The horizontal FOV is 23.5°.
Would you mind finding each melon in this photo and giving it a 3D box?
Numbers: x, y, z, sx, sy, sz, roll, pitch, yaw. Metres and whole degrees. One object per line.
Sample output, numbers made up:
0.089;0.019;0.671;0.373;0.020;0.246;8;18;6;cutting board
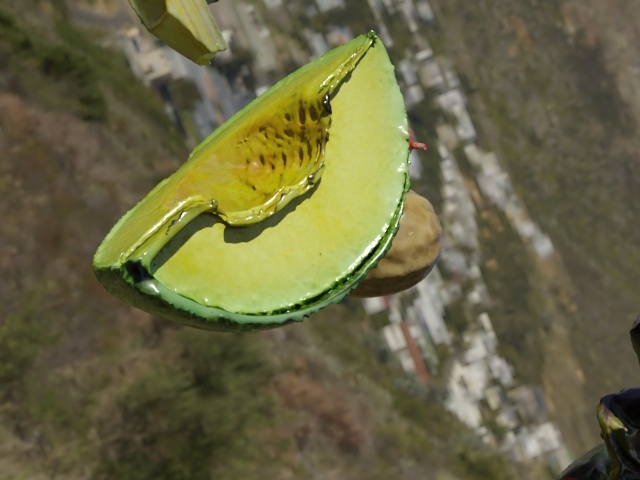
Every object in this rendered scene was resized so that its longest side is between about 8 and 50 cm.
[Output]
-0.046;-0.014;1.109;0.129;0.265;0.169;51;-27;-15;melon

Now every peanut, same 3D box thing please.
0.000;0.000;1.267;0.108;0.226;0.095;-19;104;-56;peanut

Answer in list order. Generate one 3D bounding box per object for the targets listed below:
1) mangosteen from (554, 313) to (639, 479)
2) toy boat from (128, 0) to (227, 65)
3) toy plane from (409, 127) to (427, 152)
0.216;0.176;0.919;0.231;0.231;0.289;-93;161;-69;mangosteen
-0.117;-0.212;1.159;0.065;0.066;0.172;-37;-105;54;toy boat
0.009;-0.082;1.320;0.194;0.077;0.126;10;96;-49;toy plane
